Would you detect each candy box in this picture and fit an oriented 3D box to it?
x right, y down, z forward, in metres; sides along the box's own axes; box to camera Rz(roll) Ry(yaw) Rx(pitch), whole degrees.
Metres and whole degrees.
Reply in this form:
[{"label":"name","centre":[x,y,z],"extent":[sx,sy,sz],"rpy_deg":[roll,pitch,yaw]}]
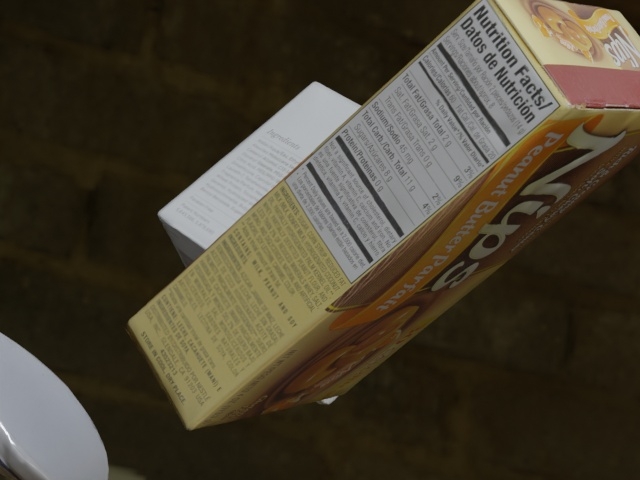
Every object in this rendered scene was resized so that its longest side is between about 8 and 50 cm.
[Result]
[{"label":"candy box","centre":[0.052,-0.013,1.005],"extent":[0.316,0.087,0.183],"rpy_deg":[-42,-18,27]}]

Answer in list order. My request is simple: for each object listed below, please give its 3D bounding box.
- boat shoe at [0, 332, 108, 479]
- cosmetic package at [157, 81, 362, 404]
[{"label":"boat shoe","centre":[-0.289,0.126,1.334],"extent":[0.267,0.096,0.088],"rpy_deg":[41,-56,-12]},{"label":"cosmetic package","centre":[0.000,0.000,1.354],"extent":[0.151,0.184,0.151],"rpy_deg":[33,-23,41]}]
